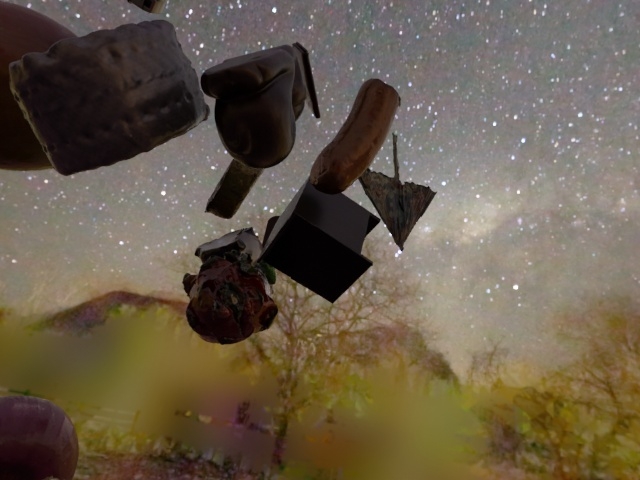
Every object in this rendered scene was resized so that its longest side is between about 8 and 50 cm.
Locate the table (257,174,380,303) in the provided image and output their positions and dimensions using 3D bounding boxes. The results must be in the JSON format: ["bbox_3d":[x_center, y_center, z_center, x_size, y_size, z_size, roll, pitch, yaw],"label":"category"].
[{"bbox_3d":[0.000,0.000,0.919,0.193,0.169,0.172,32,-52,-11],"label":"table"}]

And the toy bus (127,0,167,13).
[{"bbox_3d":[-0.444,-0.714,1.124,0.089,0.087,0.194,35,-61,-4],"label":"toy bus"}]

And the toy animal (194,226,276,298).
[{"bbox_3d":[-0.235,0.103,1.263,0.212,0.212,0.267,-14,-71,46],"label":"toy animal"}]

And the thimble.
[{"bbox_3d":[-0.302,-0.213,0.616,0.217,0.245,0.157,14,-50,47],"label":"thimble"}]

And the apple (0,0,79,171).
[{"bbox_3d":[-0.622,-0.305,0.868,0.339,0.340,0.340,9,-22,4],"label":"apple"}]

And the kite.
[{"bbox_3d":[0.233,-0.147,1.254,0.405,0.369,0.014,7,-13,-41],"label":"kite"}]

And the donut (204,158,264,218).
[{"bbox_3d":[-0.250,-0.176,1.262,0.107,0.272,0.272,29,-27,-15],"label":"donut"}]

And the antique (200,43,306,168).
[{"bbox_3d":[-0.082,-0.200,0.610,0.121,0.257,0.144,-12,-60,7],"label":"antique"}]

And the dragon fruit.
[{"bbox_3d":[-0.190,0.096,0.877,0.198,0.269,0.200,9,-41,-15],"label":"dragon fruit"}]

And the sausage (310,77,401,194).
[{"bbox_3d":[0.072,-0.205,0.859,0.108,0.271,0.109,29,-17,10],"label":"sausage"}]

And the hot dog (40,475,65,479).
[{"bbox_3d":[-0.161,0.222,0.149,0.067,0.250,0.100,7,-27,31],"label":"hot dog"}]

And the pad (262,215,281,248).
[{"bbox_3d":[-0.076,-0.024,1.531,0.265,0.002,0.176,1,-45,-21],"label":"pad"}]

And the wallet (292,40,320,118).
[{"bbox_3d":[-0.037,-0.414,1.079,0.026,0.095,0.176,-23,-43,-5],"label":"wallet"}]

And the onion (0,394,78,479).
[{"bbox_3d":[-0.810,0.586,1.071,0.344,0.359,0.358,-8,-28,32],"label":"onion"}]
